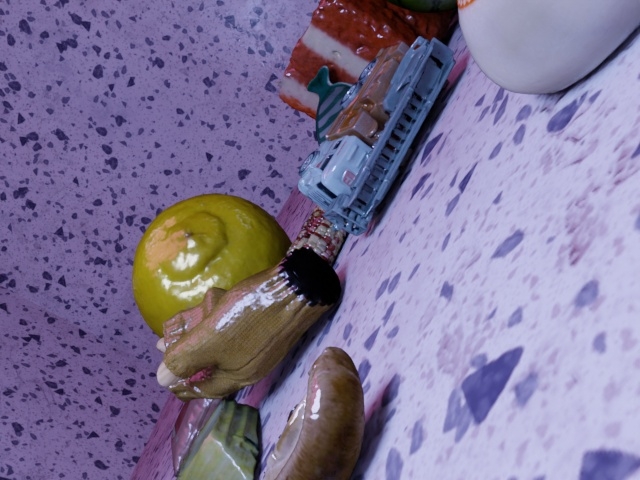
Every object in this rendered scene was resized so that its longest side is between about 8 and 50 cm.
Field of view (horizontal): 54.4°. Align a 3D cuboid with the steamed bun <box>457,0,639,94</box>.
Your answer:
[{"bbox_3d":[0.207,-0.252,0.551,0.232,0.145,0.232,-57,8,13],"label":"steamed bun"}]

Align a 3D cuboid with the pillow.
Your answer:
[{"bbox_3d":[-0.263,0.381,1.355,0.223,0.084,0.236,-63,6,-11],"label":"pillow"}]

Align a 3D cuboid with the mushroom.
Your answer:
[{"bbox_3d":[-0.016,0.199,0.546,0.209,0.072,0.094,-61,6,11],"label":"mushroom"}]

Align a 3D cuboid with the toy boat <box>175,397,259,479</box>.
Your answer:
[{"bbox_3d":[-0.145,0.307,0.911,0.111,0.084,0.276,-57,7,2],"label":"toy boat"}]

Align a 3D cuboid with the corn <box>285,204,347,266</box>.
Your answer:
[{"bbox_3d":[0.000,0.000,1.141,0.253,0.086,0.086,-60,8,-23],"label":"corn"}]

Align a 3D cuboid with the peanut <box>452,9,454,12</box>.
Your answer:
[{"bbox_3d":[0.287,-0.642,1.394,0.340,0.174,0.158,-53,-14,25],"label":"peanut"}]

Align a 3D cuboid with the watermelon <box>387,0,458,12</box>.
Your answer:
[{"bbox_3d":[0.223,-0.556,1.152,0.330,0.331,0.189,-60,-14,-4],"label":"watermelon"}]

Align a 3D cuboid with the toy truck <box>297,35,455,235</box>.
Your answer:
[{"bbox_3d":[0.091,-0.167,1.020,0.338,0.133,0.184,-59,17,-11],"label":"toy truck"}]

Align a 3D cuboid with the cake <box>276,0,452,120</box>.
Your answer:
[{"bbox_3d":[0.097,-0.413,1.351,0.319,0.270,0.269,-50,12,52],"label":"cake"}]

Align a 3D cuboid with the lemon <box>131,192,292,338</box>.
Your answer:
[{"bbox_3d":[-0.202,0.075,1.237,0.348,0.348,0.348,-58,8,13],"label":"lemon"}]

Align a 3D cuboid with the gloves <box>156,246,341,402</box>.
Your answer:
[{"bbox_3d":[-0.125,0.146,0.975,0.356,0.155,0.203,-29,9,23],"label":"gloves"}]

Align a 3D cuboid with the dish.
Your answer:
[{"bbox_3d":[0.072,-0.237,1.261,0.078,0.246,0.224,-22,-10,-35],"label":"dish"}]
